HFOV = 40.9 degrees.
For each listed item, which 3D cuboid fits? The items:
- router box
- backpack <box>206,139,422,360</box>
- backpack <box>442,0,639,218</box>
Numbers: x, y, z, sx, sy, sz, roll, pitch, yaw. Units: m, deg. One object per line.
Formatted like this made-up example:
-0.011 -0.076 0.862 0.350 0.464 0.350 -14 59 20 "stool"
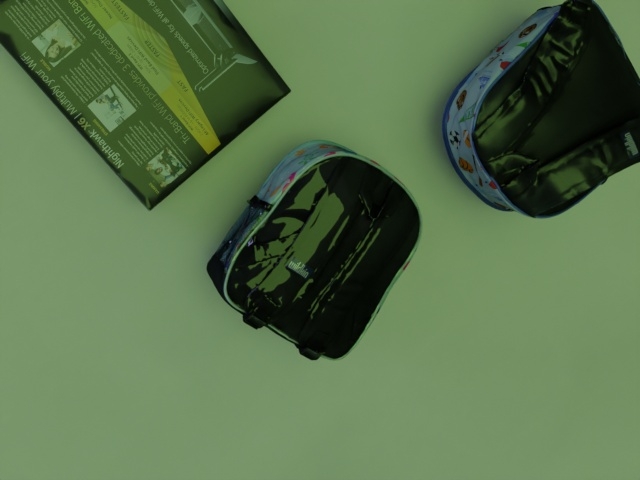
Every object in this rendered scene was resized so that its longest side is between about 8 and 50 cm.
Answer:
-0.226 -0.231 1.078 0.243 0.081 0.309 -41 109 -6 "router box"
0.000 0.000 1.136 0.225 0.191 0.254 33 97 -23 "backpack"
0.300 -0.168 1.188 0.263 0.213 0.276 -43 104 -14 "backpack"
